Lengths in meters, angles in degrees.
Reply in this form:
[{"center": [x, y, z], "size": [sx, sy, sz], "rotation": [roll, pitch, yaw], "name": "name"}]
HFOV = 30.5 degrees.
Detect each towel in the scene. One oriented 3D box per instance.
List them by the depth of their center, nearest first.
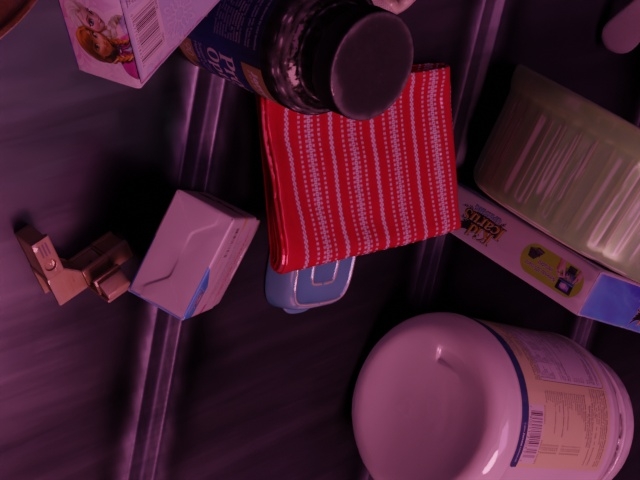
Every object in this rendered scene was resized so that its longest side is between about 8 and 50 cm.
[{"center": [0.048, -0.083, 1.250], "size": [0.275, 0.031, 0.198], "rotation": [-13, 103, -39], "name": "towel"}]

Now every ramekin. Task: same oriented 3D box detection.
[{"center": [0.327, -0.069, 1.372], "size": [0.303, 0.303, 0.148], "rotation": [16, 107, -46], "name": "ramekin"}]

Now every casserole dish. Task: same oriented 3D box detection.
[{"center": [0.000, 0.000, 1.287], "size": [0.114, 0.037, 0.188], "rotation": [-7, 115, -41], "name": "casserole dish"}]

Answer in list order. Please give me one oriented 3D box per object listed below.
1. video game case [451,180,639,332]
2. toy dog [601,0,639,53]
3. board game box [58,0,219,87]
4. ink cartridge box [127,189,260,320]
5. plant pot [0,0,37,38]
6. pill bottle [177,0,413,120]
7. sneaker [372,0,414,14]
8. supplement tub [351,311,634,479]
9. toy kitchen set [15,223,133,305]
[{"center": [0.301, 0.029, 1.430], "size": [0.270, 0.244, 0.061], "rotation": [17, 105, -46], "name": "video game case"}, {"center": [0.467, -0.279, 1.524], "size": [0.220, 0.161, 0.333], "rotation": [-25, 112, -28], "name": "toy dog"}, {"center": [-0.102, -0.334, 0.873], "size": [0.318, 0.066, 0.318], "rotation": [-55, 153, -35], "name": "board game box"}, {"center": [-0.116, 0.011, 1.128], "size": [0.104, 0.062, 0.181], "rotation": [-63, 176, 3], "name": "ink cartridge box"}, {"center": [-0.303, -0.210, 0.807], "size": [0.167, 0.167, 0.165], "rotation": [-43, 128, -17], "name": "plant pot"}, {"center": [-0.027, -0.181, 1.027], "size": [0.123, 0.219, 0.122], "rotation": [-22, 125, -34], "name": "pill bottle"}, {"center": [0.053, -0.323, 1.105], "size": [0.103, 0.111, 0.252], "rotation": [-31, 130, -28], "name": "sneaker"}, {"center": [0.224, 0.220, 1.468], "size": [0.325, 0.235, 0.235], "rotation": [13, 102, -46], "name": "supplement tub"}, {"center": [-0.214, 0.012, 1.068], "size": [0.083, 0.068, 0.075], "rotation": [-37, 132, -24], "name": "toy kitchen set"}]
